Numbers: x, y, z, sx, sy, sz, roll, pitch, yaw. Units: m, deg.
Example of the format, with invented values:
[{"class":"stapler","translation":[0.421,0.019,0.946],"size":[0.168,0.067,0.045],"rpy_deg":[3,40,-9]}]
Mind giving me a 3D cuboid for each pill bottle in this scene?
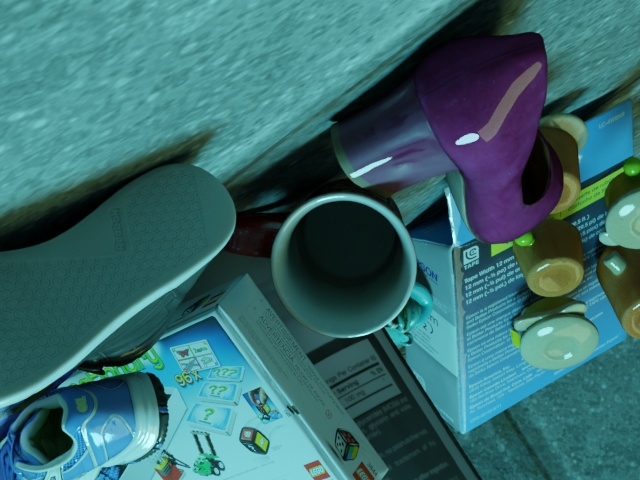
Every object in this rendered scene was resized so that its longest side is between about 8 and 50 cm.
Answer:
[{"class":"pill bottle","translation":[0.001,0.181,1.581],"size":[0.210,0.363,0.210],"rpy_deg":[-31,169,-7]}]

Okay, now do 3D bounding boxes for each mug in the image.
[{"class":"mug","translation":[0.008,-0.006,1.464],"size":[0.113,0.150,0.169],"rpy_deg":[-52,-177,10]}]

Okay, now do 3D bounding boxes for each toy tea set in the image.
[{"class":"toy tea set","translation":[0.282,-0.015,1.887],"size":[0.200,0.124,0.336],"rpy_deg":[-10,136,2]}]

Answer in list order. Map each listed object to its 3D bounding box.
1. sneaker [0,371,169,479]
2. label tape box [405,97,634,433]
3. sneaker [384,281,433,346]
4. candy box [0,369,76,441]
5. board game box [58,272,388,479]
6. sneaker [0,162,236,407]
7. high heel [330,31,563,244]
[{"class":"sneaker","translation":[-0.199,0.148,1.323],"size":[0.081,0.080,0.211],"rpy_deg":[5,149,-40]},{"class":"label tape box","translation":[0.214,0.011,1.987],"size":[0.249,0.115,0.348],"rpy_deg":[-27,132,-23]},{"class":"sneaker","translation":[0.044,0.067,1.815],"size":[0.110,0.107,0.275],"rpy_deg":[5,-172,15]},{"class":"candy box","translation":[-0.297,0.127,1.301],"size":[0.196,0.070,0.165],"rpy_deg":[-21,164,-48]},{"class":"board game box","translation":[-0.114,0.160,1.458],"size":[0.305,0.193,0.053],"rpy_deg":[-25,-165,41]},{"class":"sneaker","translation":[-0.192,0.064,1.217],"size":[0.295,0.104,0.147],"rpy_deg":[-31,165,-29]},{"class":"high heel","translation":[0.170,-0.085,1.476],"size":[0.181,0.127,0.377],"rpy_deg":[-25,169,25]}]
